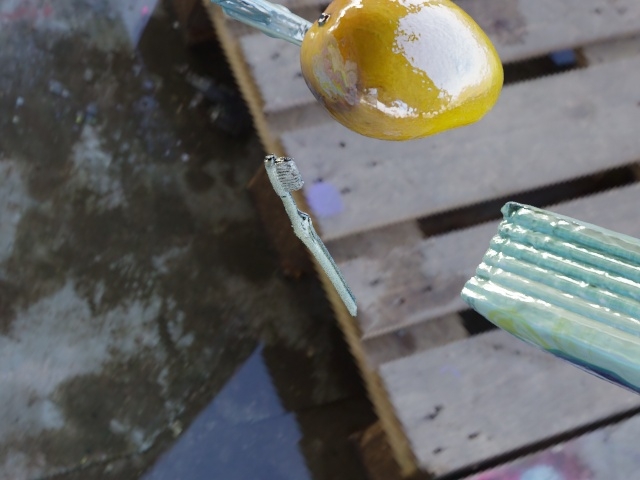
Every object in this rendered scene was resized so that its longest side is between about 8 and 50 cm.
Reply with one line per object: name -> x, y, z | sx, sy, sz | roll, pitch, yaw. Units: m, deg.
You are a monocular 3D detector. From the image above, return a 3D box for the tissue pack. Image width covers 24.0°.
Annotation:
tissue pack -> 0.394, 0.103, 1.706 | 0.287, 0.388, 0.162 | 27, 86, -49

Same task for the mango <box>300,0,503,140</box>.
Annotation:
mango -> 0.081, -0.158, 1.367 | 0.219, 0.112, 0.145 | 2, 75, -41

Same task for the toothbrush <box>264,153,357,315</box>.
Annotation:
toothbrush -> -0.005, 0.001, 1.503 | 0.028, 0.294, 0.026 | -4, 58, 13

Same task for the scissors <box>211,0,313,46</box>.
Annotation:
scissors -> -0.062, -0.275, 1.867 | 0.289, 0.138, 0.041 | 18, 97, -52
